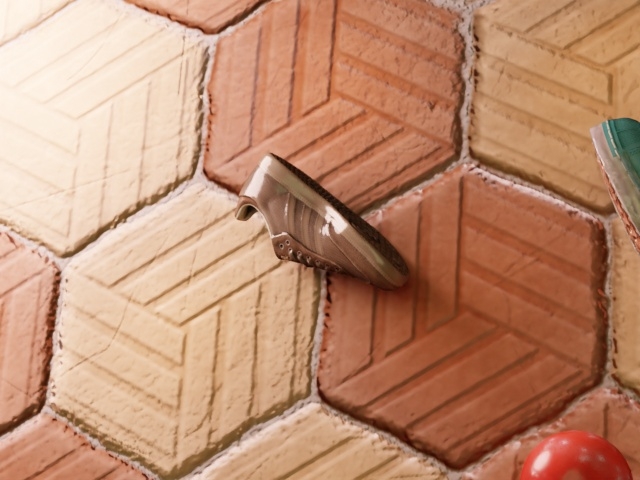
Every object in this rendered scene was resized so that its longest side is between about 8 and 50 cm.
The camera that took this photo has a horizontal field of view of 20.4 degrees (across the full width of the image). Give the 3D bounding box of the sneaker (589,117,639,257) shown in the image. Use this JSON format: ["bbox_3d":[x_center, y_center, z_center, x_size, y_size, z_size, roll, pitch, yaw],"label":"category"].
[{"bbox_3d":[0.332,0.012,1.433,0.121,0.108,0.302,-31,71,3],"label":"sneaker"}]

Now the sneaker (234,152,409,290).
[{"bbox_3d":[0.000,0.000,1.574,0.188,0.066,0.071,42,102,32],"label":"sneaker"}]

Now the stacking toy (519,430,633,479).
[{"bbox_3d":[0.147,0.295,1.363,0.141,0.141,0.330,22,73,24],"label":"stacking toy"}]
